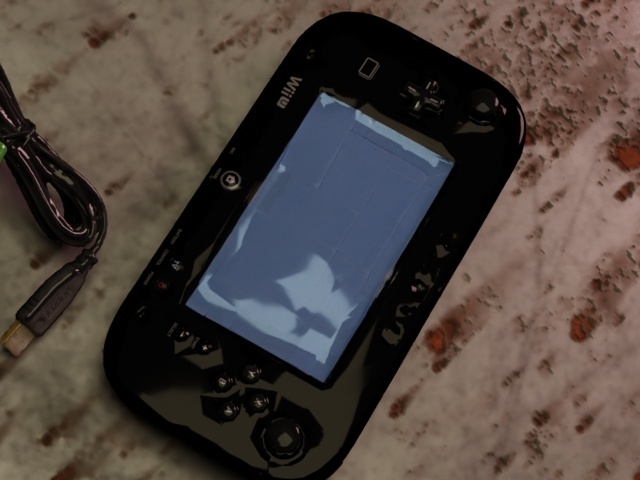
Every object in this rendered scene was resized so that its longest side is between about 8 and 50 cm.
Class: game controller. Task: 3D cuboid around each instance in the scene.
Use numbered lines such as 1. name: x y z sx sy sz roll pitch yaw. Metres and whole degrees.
1. game controller: 0.000 0.000 1.208 0.166 0.067 0.319 33 66 -2

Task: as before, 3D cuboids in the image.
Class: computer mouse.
1. computer mouse: -0.257 0.016 1.148 0.262 0.060 0.184 -47 108 -18

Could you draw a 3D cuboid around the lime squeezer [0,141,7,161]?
1. lime squeezer: -0.301 0.045 1.074 0.310 0.059 0.110 -23 68 -22
